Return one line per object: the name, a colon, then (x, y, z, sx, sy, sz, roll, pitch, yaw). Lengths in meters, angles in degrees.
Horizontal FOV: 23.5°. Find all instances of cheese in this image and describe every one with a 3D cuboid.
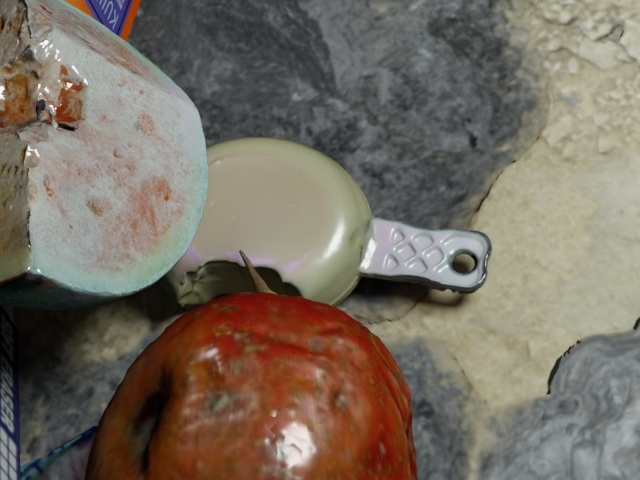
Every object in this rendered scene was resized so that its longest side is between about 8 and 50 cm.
cheese: (0.000, 0.000, 1.287, 0.286, 0.082, 0.163, 11, 69, 16)

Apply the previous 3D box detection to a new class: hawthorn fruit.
hawthorn fruit: (-0.042, 0.166, 1.133, 0.258, 0.258, 0.262, 25, 48, 22)

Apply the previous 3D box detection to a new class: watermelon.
watermelon: (-0.218, -0.047, 1.253, 0.175, 0.188, 0.321, -28, 46, 34)

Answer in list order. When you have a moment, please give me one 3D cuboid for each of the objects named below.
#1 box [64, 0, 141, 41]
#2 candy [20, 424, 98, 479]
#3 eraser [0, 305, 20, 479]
box: (-0.342, -0.340, 1.376, 0.319, 0.348, 0.256, 9, 67, 15)
candy: (-0.223, 0.231, 1.235, 0.275, 0.070, 0.145, -25, 70, -4)
eraser: (-0.302, 0.106, 1.232, 0.081, 0.124, 0.279, -20, 42, 5)
